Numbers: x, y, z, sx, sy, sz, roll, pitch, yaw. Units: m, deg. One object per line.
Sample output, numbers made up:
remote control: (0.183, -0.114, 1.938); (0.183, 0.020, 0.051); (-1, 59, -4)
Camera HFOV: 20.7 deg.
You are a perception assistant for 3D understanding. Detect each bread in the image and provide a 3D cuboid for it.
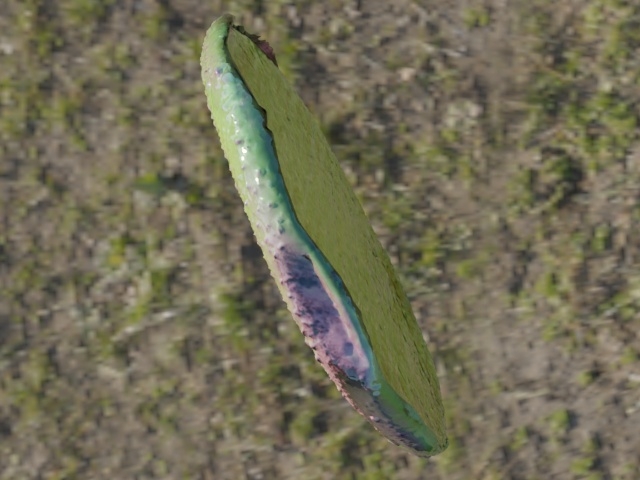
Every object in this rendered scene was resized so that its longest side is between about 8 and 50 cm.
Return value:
bread: (0.000, 0.000, 0.812); (0.033, 0.228, 0.228); (-27, 75, 6)
